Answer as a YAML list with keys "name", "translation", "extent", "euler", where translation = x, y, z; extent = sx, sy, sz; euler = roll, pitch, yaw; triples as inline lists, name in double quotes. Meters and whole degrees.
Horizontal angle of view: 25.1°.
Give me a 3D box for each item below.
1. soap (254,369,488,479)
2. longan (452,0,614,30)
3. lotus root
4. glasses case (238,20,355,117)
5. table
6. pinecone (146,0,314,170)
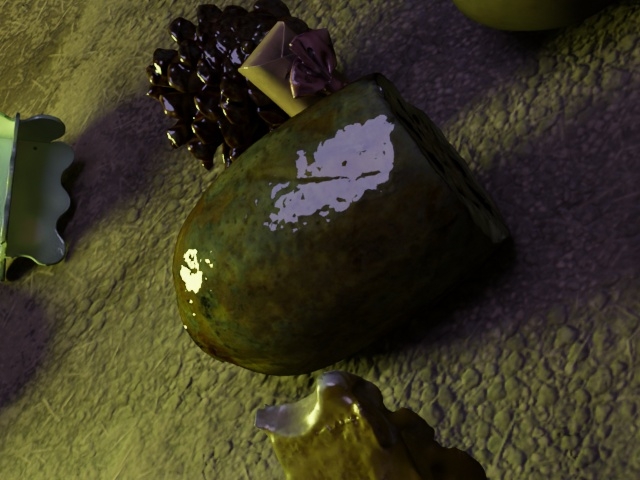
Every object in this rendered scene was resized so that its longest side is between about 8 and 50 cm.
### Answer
- name: "soap"
  translation: [0.059, 0.322, 1.167]
  extent: [0.169, 0.304, 0.339]
  euler: [-24, 47, 28]
- name: "longan"
  translation: [0.239, -0.373, 1.583]
  extent: [0.297, 0.297, 0.297]
  euler: [-21, 48, 26]
- name: "lotus root"
  translation: [0.000, 0.000, 1.524]
  extent: [0.346, 0.250, 0.250]
  euler: [-34, 43, 21]
- name: "glasses case"
  translation: [0.013, -0.174, 1.664]
  extent: [0.102, 0.193, 0.070]
  euler: [-52, 21, -9]
- name: "table"
  translation: [-0.425, -0.057, 1.970]
  extent: [0.166, 0.166, 0.198]
  euler: [-17, 58, 29]
- name: "pinecone"
  translation: [-0.101, -0.186, 1.763]
  extent: [0.202, 0.229, 0.201]
  euler: [-91, 21, -58]
